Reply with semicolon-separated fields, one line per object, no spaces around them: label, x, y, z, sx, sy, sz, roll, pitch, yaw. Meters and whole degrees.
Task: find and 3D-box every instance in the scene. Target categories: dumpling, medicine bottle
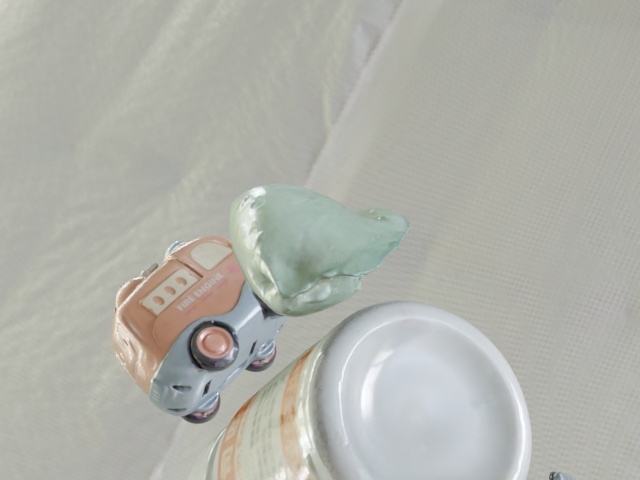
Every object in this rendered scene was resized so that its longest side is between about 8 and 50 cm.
dumpling;-0.007;0.010;0.938;0.216;0.149;0.105;32;-72;65
medicine bottle;0.015;0.214;0.995;0.371;0.211;0.211;134;-37;-54

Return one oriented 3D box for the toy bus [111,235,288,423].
toy bus;-0.182;0.116;1.589;0.232;0.194;0.287;36;-127;15

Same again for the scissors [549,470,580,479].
scissors;0.302;0.271;1.014;0.029;0.360;0.191;-14;-122;38
